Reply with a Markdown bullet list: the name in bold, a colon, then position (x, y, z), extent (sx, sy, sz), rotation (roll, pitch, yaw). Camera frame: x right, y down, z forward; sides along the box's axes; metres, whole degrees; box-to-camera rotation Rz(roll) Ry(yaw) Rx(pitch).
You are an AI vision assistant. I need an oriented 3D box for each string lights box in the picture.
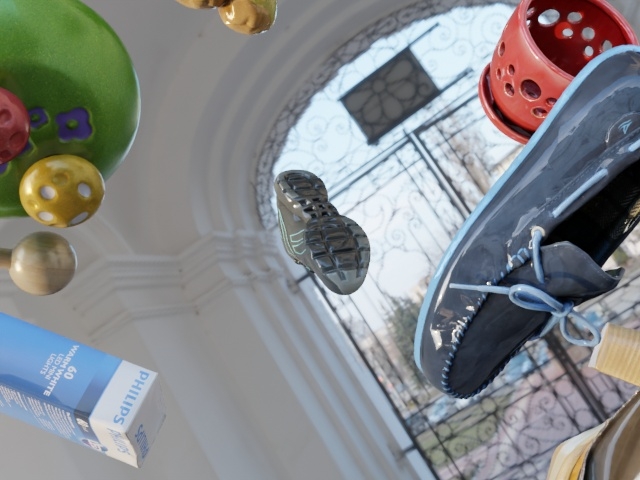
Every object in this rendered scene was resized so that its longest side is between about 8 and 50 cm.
- **string lights box**: position (-0.313, 0.163, 0.825), extent (0.133, 0.259, 0.077), rotation (101, -170, -56)

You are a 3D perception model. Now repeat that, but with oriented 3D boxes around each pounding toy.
- **pounding toy**: position (-0.213, -0.047, 0.493), extent (0.182, 0.110, 0.237), rotation (11, -60, -37)

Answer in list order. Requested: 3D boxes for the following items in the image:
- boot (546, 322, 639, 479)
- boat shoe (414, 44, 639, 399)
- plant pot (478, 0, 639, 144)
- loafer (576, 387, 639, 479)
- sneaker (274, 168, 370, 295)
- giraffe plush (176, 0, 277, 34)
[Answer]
- **boot**: position (0.349, 0.244, 0.729), extent (0.104, 0.211, 0.295), rotation (9, -79, -75)
- **boat shoe**: position (0.148, 0.002, 0.458), extent (0.109, 0.089, 0.258), rotation (9, -65, -41)
- **plant pot**: position (0.335, -0.247, 1.059), extent (0.191, 0.191, 0.174), rotation (-28, -13, -27)
- **loafer**: position (0.240, 0.100, 0.453), extent (0.220, 0.080, 0.078), rotation (-50, -39, 7)
- **sneaker**: position (0.000, 0.000, 1.101), extent (0.101, 0.267, 0.106), rotation (-6, -50, -20)
- **giraffe plush**: position (-0.045, -0.301, 0.603), extent (0.181, 0.210, 0.170), rotation (24, -13, -28)
